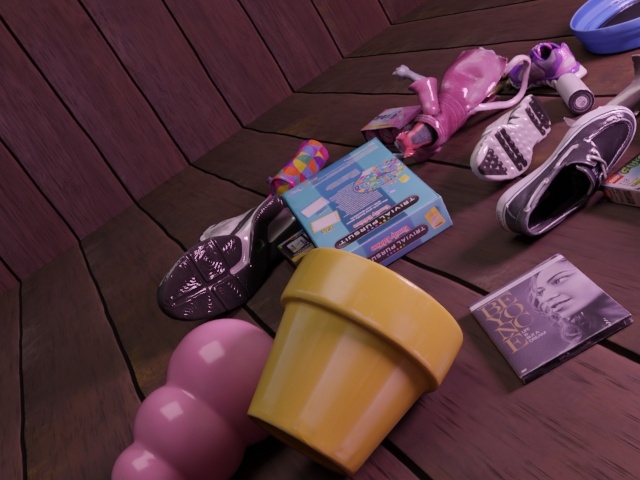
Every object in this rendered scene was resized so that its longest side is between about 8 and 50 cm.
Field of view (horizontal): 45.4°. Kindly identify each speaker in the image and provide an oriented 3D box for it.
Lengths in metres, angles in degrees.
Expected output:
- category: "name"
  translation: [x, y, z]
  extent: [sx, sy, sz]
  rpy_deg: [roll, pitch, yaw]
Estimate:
- category: "speaker"
  translation: [0.547, -0.318, 1.648]
  extent: [0.055, 0.055, 0.136]
  rpy_deg: [-26, 22, 16]

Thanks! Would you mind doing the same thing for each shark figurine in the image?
- category: "shark figurine"
  translation: [0.586, -0.282, 1.437]
  extent: [0.278, 0.116, 0.166]
  rpy_deg: [-24, 21, 15]

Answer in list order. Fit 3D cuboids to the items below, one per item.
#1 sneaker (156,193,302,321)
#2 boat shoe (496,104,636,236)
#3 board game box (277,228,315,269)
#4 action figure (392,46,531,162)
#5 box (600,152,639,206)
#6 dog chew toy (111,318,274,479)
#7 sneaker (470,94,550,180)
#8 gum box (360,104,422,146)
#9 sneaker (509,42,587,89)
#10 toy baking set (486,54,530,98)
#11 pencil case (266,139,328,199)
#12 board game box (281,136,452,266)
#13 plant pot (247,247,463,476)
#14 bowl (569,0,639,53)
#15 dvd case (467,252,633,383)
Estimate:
- category: "sneaker"
  translation: [-0.247, 0.064, 1.831]
  extent: [0.257, 0.169, 0.447]
  rpy_deg: [-21, 14, 49]
- category: "boat shoe"
  translation: [0.433, -0.116, 1.287]
  extent: [0.301, 0.108, 0.102]
  rpy_deg: [-38, 20, -8]
- category: "board game box"
  translation: [0.000, 0.000, 1.724]
  extent: [0.170, 0.048, 0.141]
  rpy_deg: [-34, 23, -7]
- category: "action figure"
  translation: [0.302, -0.289, 1.821]
  extent: [0.275, 0.248, 0.370]
  rpy_deg: [17, 46, 29]
- category: "box"
  translation: [0.564, -0.128, 1.225]
  extent: [0.207, 0.036, 0.114]
  rpy_deg: [-37, 21, -12]
- category: "dog chew toy"
  translation: [-0.187, 0.282, 1.168]
  extent: [0.332, 0.207, 0.206]
  rpy_deg: [-51, 27, -23]
- category: "sneaker"
  translation: [0.371, -0.193, 1.570]
  extent: [0.118, 0.110, 0.292]
  rpy_deg: [-22, 14, 44]
- category: "gum box"
  translation: [0.209, -0.312, 2.099]
  extent: [0.107, 0.062, 0.188]
  rpy_deg: [-41, 22, -21]
- category: "sneaker"
  translation: [0.532, -0.426, 1.841]
  extent: [0.095, 0.105, 0.236]
  rpy_deg: [-38, 20, -12]
- category: "toy baking set"
  translation: [0.472, -0.445, 2.070]
  extent: [0.196, 0.030, 0.256]
  rpy_deg: [-8, 32, 48]
- category: "pencil case"
  translation: [-0.064, -0.194, 2.179]
  extent: [0.104, 0.104, 0.236]
  rpy_deg: [-15, 26, 39]
- category: "board game box"
  translation: [0.085, -0.066, 1.606]
  extent: [0.253, 0.079, 0.336]
  rpy_deg: [-32, 34, -2]
- category: "plant pot"
  translation: [0.031, 0.177, 1.045]
  extent: [0.254, 0.254, 0.239]
  rpy_deg: [1, 54, 55]
- category: "bowl"
  translation: [0.798, -0.571, 1.827]
  extent: [0.391, 0.077, 0.391]
  rpy_deg: [-28, 21, 12]
- category: "dvd case"
  translation: [0.316, 0.103, 1.089]
  extent: [0.164, 0.018, 0.221]
  rpy_deg: [-31, 21, 4]
